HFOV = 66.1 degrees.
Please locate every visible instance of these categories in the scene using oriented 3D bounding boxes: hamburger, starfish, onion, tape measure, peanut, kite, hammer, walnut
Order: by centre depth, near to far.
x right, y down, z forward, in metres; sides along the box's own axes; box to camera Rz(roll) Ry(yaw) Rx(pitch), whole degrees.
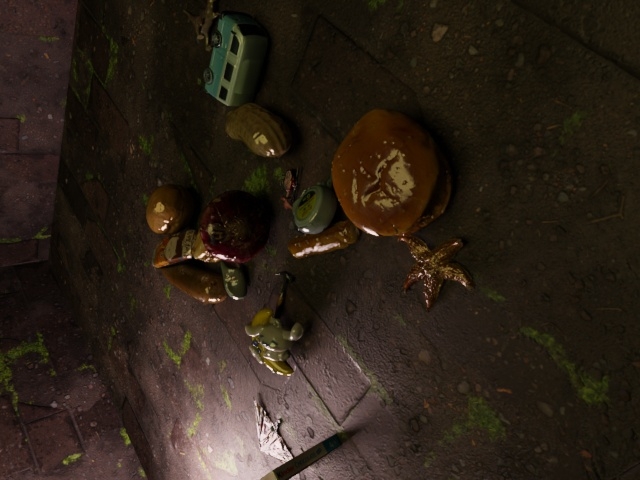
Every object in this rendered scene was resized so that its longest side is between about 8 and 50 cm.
[{"bbox_3d":[0.164,-0.165,1.208,0.290,0.170,0.314,-49,61,33],"label":"hamburger"},{"bbox_3d":[0.275,0.064,1.230,0.240,0.043,0.228,45,127,34],"label":"starfish"},{"bbox_3d":[0.037,-0.138,1.405,0.330,0.084,0.164,-38,46,36],"label":"tape measure"},{"bbox_3d":[-0.206,-0.356,1.584,0.325,0.140,0.153,31,162,47],"label":"peanut"},{"bbox_3d":[-0.292,-0.049,1.667,0.190,0.246,0.247,17,110,54],"label":"onion"},{"bbox_3d":[-0.139,0.194,1.705,0.078,0.021,0.201,32,120,33],"label":"hammer"},{"bbox_3d":[-0.402,-0.018,1.838,0.213,0.108,0.214,-39,43,48],"label":"hamburger"},{"bbox_3d":[-0.194,0.763,1.887,0.321,0.016,0.234,51,130,27],"label":"kite"},{"bbox_3d":[-0.616,-0.126,2.021,0.193,0.193,0.226,51,135,26],"label":"walnut"}]

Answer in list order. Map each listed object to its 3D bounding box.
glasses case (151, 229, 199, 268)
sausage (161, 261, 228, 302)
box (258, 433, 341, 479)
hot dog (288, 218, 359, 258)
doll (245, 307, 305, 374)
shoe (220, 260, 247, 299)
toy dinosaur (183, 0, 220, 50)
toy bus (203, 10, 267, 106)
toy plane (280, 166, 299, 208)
[{"bbox_3d":[-0.590,0.037,2.009,0.320,0.082,0.122,-14,58,40],"label":"glasses case"},{"bbox_3d":[-0.529,0.159,2.031,0.500,0.123,0.136,16,134,47],"label":"sausage"},{"bbox_3d":[-0.098,0.743,1.594,0.048,0.273,0.265,58,134,22],"label":"box"},{"bbox_3d":[0.000,0.001,1.488,0.288,0.068,0.083,-18,92,46],"label":"hot dog"},{"bbox_3d":[-0.161,0.344,1.693,0.252,0.111,0.238,23,115,38],"label":"doll"},{"bbox_3d":[-0.326,0.122,1.843,0.195,0.079,0.078,69,155,19],"label":"shoe"},{"bbox_3d":[-0.431,-0.801,1.793,0.251,0.072,0.200,-12,79,59],"label":"toy dinosaur"},{"bbox_3d":[-0.269,-0.583,1.605,0.164,0.133,0.272,43,129,26],"label":"toy bus"},{"bbox_3d":[-0.098,-0.172,1.578,0.060,0.037,0.145,24,111,30],"label":"toy plane"}]
